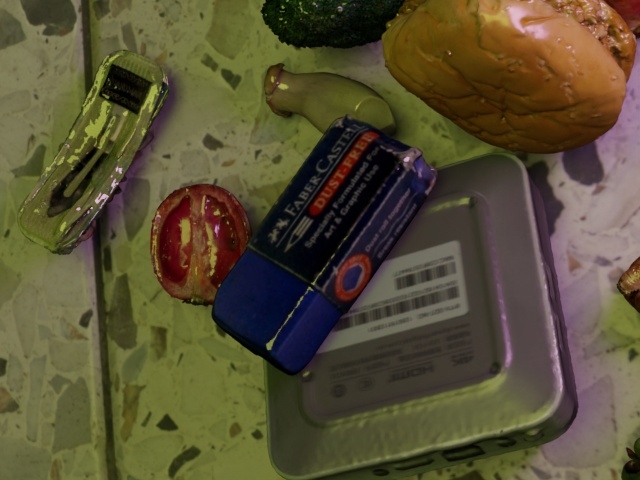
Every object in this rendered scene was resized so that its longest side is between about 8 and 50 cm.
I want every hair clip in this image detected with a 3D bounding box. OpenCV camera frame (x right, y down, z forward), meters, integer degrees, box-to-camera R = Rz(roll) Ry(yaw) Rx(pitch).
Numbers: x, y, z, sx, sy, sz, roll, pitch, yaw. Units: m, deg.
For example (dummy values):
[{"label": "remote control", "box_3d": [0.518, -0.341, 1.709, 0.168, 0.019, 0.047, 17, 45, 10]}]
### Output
[{"label": "hair clip", "box_3d": [-0.329, -0.124, 2.031, 0.138, 0.091, 0.321, 26, 83, 31]}]

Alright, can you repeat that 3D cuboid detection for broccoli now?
[{"label": "broccoli", "box_3d": [0.026, -0.404, 1.809, 0.297, 0.297, 0.297, -26, 106, 18]}]

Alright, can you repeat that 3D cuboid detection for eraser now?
[{"label": "eraser", "box_3d": [0.000, 0.000, 1.735, 0.155, 0.101, 0.332, 30, 80, 37]}]

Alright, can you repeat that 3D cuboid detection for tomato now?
[{"label": "tomato", "box_3d": [-0.148, 0.008, 1.928, 0.189, 0.099, 0.173, 5, 90, 35]}]

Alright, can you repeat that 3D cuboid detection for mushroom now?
[{"label": "mushroom", "box_3d": [0.433, 0.047, 1.681, 0.127, 0.127, 0.087, -31, 118, 19]}, {"label": "mushroom", "box_3d": [0.011, -0.190, 1.891, 0.212, 0.097, 0.088, 23, 103, 23]}]

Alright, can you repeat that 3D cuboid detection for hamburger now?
[{"label": "hamburger", "box_3d": [0.237, -0.222, 1.689, 0.318, 0.319, 0.158, 10, 66, 23]}]

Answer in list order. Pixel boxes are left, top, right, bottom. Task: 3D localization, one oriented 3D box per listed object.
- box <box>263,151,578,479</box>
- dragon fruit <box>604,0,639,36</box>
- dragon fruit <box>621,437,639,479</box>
[{"label": "box", "box_3d": [0.113, 0.107, 1.747, 0.395, 0.111, 0.397, -18, 56, 20]}, {"label": "dragon fruit", "box_3d": [0.377, -0.372, 1.735, 0.282, 0.147, 0.211, 36, 99, 20]}, {"label": "dragon fruit", "box_3d": [0.488, 0.204, 1.606, 0.198, 0.218, 0.273, 30, 103, 60]}]
